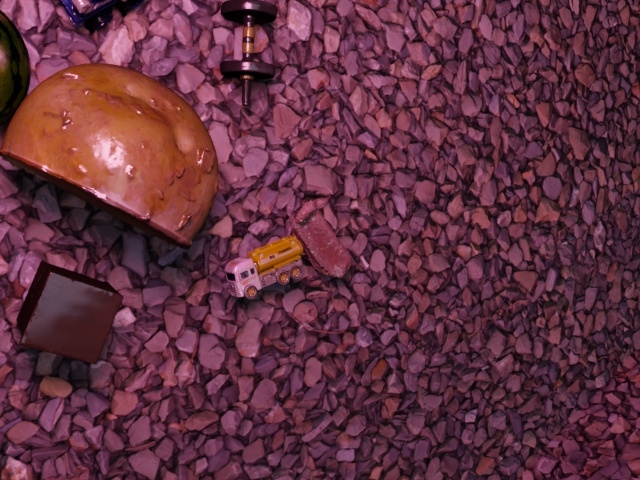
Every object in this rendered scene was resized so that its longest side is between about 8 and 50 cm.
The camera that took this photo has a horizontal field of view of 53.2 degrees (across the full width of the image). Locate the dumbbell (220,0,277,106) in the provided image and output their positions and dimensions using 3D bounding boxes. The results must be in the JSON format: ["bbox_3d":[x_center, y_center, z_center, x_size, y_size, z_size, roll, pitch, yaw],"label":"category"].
[{"bbox_3d":[-0.183,-0.507,1.623,0.143,0.143,0.326,-1,98,-29],"label":"dumbbell"}]

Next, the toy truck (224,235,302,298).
[{"bbox_3d":[-0.151,0.071,1.750,0.226,0.098,0.114,-23,104,-27],"label":"toy truck"}]

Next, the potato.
[{"bbox_3d":[-0.418,-0.209,1.394,0.442,0.385,0.320,30,79,-43],"label":"potato"}]

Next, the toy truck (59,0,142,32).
[{"bbox_3d":[-0.486,-0.579,1.425,0.213,0.177,0.161,-39,112,-18],"label":"toy truck"}]

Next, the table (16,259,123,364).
[{"bbox_3d":[-0.580,0.163,1.465,0.169,0.193,0.173,24,85,-30],"label":"table"}]

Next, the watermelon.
[{"bbox_3d":[-0.722,-0.350,1.260,0.285,0.285,0.285,-4,99,-29],"label":"watermelon"}]

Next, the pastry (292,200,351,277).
[{"bbox_3d":[-0.009,-0.005,1.815,0.103,0.112,0.265,-42,126,-22],"label":"pastry"}]
